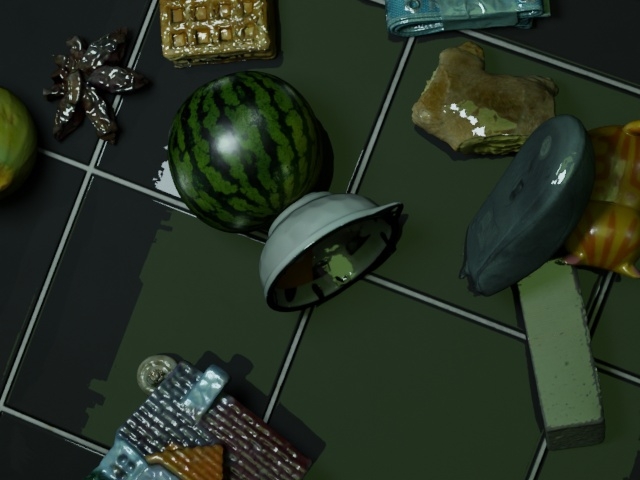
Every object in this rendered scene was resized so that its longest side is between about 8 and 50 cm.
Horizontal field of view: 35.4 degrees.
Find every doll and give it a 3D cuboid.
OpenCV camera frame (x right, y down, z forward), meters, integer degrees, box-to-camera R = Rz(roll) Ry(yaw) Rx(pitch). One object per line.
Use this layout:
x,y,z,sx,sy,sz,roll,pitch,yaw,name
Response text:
0.517,-0.075,1.777,0.167,0.162,0.269,10,89,11,doll

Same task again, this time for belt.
0.271,-0.429,1.857,0.302,0.087,0.072,-3,75,6,belt

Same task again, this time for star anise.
-0.440,-0.293,1.926,0.214,0.099,0.220,-8,87,15,star anise

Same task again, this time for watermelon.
-0.132,-0.160,1.795,0.285,0.285,0.285,0,88,6,watermelon

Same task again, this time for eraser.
0.436,0.207,1.820,0.111,0.077,0.352,-11,87,9,eraser

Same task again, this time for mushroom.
-0.309,0.258,1.898,0.085,0.079,0.085,0,91,5,mushroom

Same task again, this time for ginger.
0.303,-0.258,1.827,0.276,0.130,0.221,-9,70,-3,ginger

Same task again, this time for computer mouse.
0.367,-0.047,1.736,0.122,0.188,0.371,24,126,-15,computer mouse

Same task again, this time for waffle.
-0.202,-0.496,1.908,0.213,0.091,0.308,-4,87,7,waffle

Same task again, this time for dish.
0.000,0.000,1.796,0.303,0.303,0.120,-36,67,4,dish

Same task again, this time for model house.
-0.200,0.425,1.780,0.360,0.297,0.339,37,89,7,model house

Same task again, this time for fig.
-0.643,-0.169,1.863,0.239,0.239,0.271,-40,43,4,fig
